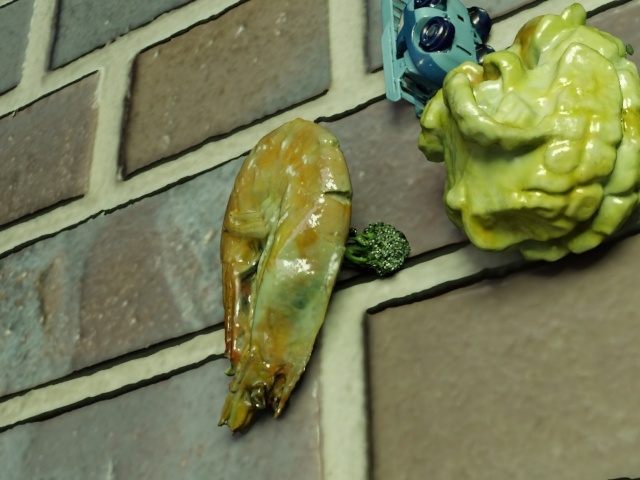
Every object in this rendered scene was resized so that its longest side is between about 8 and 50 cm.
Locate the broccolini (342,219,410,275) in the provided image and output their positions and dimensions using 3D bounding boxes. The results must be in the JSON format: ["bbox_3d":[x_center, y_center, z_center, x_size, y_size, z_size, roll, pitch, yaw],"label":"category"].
[{"bbox_3d":[0.000,0.000,0.758,0.140,0.035,0.030,6,62,41],"label":"broccolini"}]

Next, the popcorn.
[{"bbox_3d":[0.130,-0.056,0.646,0.135,0.162,0.141,49,122,12],"label":"popcorn"}]

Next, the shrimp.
[{"bbox_3d":[-0.033,0.024,0.736,0.115,0.051,0.217,5,83,52],"label":"shrimp"}]

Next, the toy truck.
[{"bbox_3d":[0.080,-0.157,0.791,0.074,0.063,0.136,-37,39,38],"label":"toy truck"}]
